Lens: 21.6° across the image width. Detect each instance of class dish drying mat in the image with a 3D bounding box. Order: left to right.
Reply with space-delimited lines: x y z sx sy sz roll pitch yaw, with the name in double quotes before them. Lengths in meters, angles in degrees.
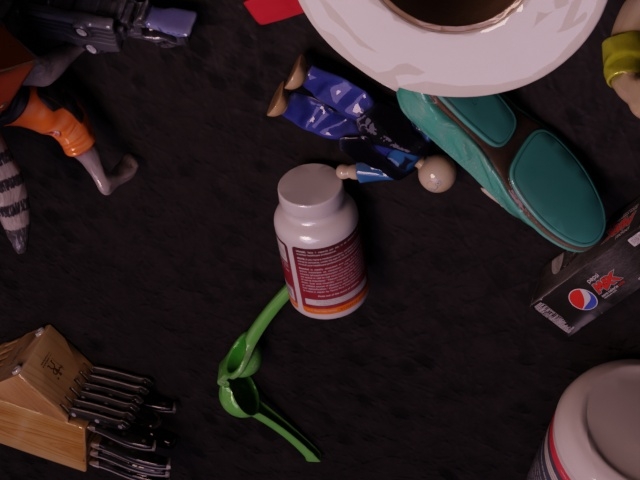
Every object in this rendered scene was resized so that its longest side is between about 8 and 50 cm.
"dish drying mat" -0.030 -0.219 1.534 0.083 0.008 0.032 -13 126 35

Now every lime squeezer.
"lime squeezer" -0.066 0.155 1.902 0.110 0.059 0.310 12 136 17

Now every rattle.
"rattle" 0.333 -0.175 1.349 0.143 0.130 0.199 28 113 -18

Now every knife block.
"knife block" -0.312 0.226 2.077 0.276 0.088 0.242 -21 120 40

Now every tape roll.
"tape roll" 0.107 -0.254 1.276 0.246 0.169 0.246 7 130 9

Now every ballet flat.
"ballet flat" 0.162 -0.084 1.535 0.247 0.083 0.087 44 160 -19

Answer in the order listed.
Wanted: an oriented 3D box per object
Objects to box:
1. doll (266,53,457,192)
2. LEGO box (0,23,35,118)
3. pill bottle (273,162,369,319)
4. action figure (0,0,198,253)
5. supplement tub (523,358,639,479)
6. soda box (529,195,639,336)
"doll" 0.045 -0.101 1.588 0.189 0.046 0.129 28 130 -11
"LEGO box" -0.554 -0.181 1.516 0.500 0.193 0.372 45 122 11
"pill bottle" 0.000 0.000 1.685 0.086 0.086 0.152 9 136 19
"action figure" -0.284 -0.149 1.619 0.341 0.178 0.330 8 145 22
"supplement tub" 0.304 0.268 1.724 0.191 0.191 0.272 21 139 6
"soda box" 0.273 0.022 1.586 0.053 0.060 0.169 36 138 -12
